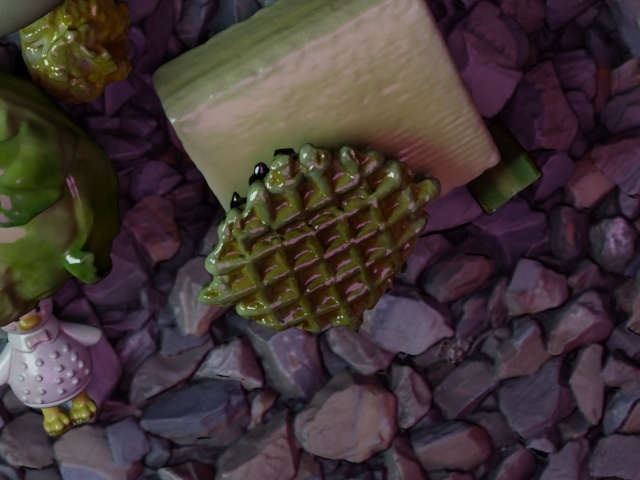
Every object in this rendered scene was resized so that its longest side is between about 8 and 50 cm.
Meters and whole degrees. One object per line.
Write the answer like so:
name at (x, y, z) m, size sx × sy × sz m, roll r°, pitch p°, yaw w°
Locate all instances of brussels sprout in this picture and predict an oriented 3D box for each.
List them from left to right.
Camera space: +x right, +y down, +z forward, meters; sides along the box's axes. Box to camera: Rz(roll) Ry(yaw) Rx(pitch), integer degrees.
brussels sprout at (-0.329, -0.032, 1.528) m, size 0.259 × 0.227 × 0.294 m, roll -45°, pitch 113°, yaw 8°

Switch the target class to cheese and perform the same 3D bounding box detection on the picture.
cheese at (0.008, -0.119, 1.628) m, size 0.265 × 0.124 × 0.242 m, roll -29°, pitch 126°, yaw 2°

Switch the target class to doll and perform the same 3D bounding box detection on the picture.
doll at (-0.289, 0.103, 1.693) m, size 0.129 × 0.081 × 0.207 m, roll -25°, pitch 118°, yaw -9°

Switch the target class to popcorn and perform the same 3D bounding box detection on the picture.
popcorn at (-0.227, -0.185, 1.545) m, size 0.116 × 0.106 × 0.121 m, roll 35°, pitch 104°, yaw -17°

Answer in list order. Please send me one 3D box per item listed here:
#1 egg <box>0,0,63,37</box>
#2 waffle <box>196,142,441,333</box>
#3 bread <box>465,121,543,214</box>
egg at (-0.299, -0.279, 1.401) m, size 0.269 × 0.219 × 0.219 m, roll -22°, pitch 126°, yaw 36°
waffle at (0.000, 0.000, 1.590) m, size 0.207 × 0.054 × 0.214 m, roll 15°, pitch 117°, yaw -23°
bread at (0.198, -0.051, 1.700) m, size 0.074 × 0.139 × 0.084 m, roll -37°, pitch 119°, yaw 4°
